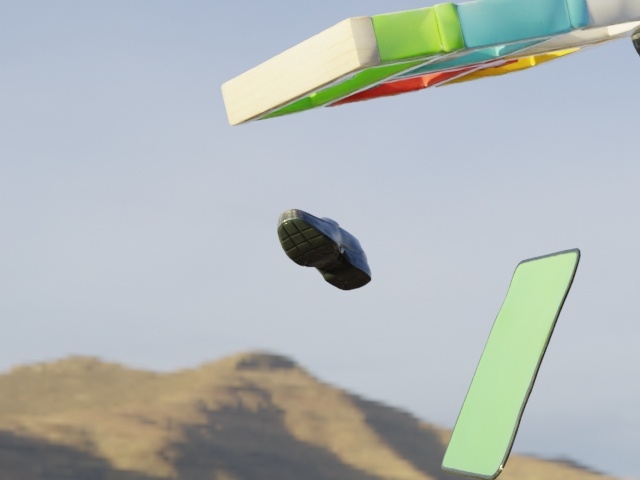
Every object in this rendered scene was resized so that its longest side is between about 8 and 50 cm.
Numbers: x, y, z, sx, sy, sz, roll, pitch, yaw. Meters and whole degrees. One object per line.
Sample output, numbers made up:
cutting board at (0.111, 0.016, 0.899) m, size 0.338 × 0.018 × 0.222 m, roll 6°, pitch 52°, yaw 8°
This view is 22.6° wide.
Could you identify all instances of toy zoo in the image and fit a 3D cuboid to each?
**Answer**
toy zoo at (0.106, -0.127, 1.019) m, size 0.293 × 0.030 × 0.192 m, roll -13°, pitch 0°, yaw -27°

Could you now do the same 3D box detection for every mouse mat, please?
mouse mat at (0.148, 0.097, 1.259) m, size 0.007 × 0.189 × 0.152 m, roll 24°, pitch -9°, yaw -9°

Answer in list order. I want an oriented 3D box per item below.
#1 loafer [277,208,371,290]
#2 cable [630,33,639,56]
loafer at (0.000, 0.000, 1.892) m, size 0.062 × 0.061 × 0.170 m, roll -21°, pitch -35°, yaw 21°
cable at (0.335, -0.065, 1.130) m, size 0.139 × 0.287 × 0.072 m, roll -25°, pitch -4°, yaw -19°
